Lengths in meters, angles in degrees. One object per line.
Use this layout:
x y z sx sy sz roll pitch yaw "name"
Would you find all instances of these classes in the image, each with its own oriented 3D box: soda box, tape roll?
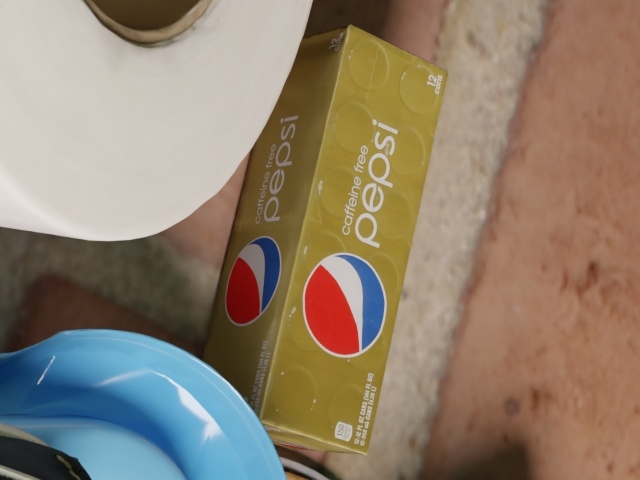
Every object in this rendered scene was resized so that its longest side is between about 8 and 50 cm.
0.000 0.000 0.697 0.061 0.058 0.181 22 73 -33 "soda box"
-0.094 -0.144 0.533 0.286 0.100 0.286 7 90 -67 "tape roll"

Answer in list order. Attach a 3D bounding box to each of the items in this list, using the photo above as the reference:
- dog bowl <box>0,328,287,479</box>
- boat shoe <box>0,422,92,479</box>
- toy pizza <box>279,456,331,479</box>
-0.153 0.116 0.547 0.297 0.074 0.166 3 79 -30 "dog bowl"
-0.178 0.086 0.443 0.254 0.079 0.095 13 87 -27 "boat shoe"
-0.032 0.192 0.673 0.201 0.032 0.201 3 84 -36 "toy pizza"
